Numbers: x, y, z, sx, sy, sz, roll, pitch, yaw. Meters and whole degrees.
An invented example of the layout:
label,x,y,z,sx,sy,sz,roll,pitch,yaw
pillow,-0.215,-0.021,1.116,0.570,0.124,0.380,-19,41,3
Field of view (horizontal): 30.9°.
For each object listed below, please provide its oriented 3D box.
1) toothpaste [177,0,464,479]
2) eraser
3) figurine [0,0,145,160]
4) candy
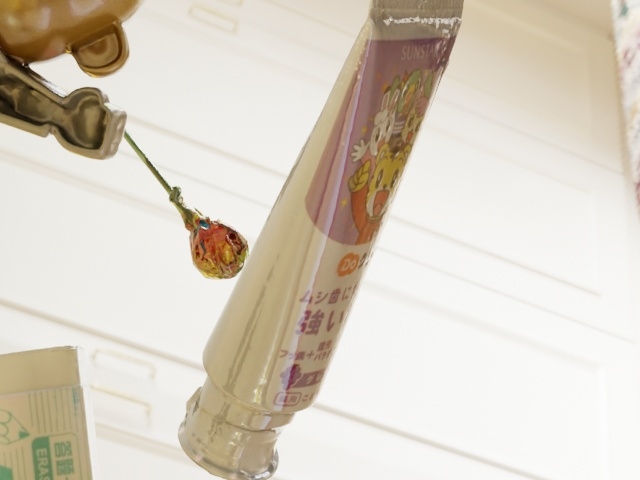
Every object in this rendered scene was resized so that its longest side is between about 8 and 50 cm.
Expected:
label,x,y,z,sx,sy,sz,roll,pitch,yaw
toothpaste,0.000,0.000,0.642,0.114,0.073,0.299,-17,-44,-57
eraser,-0.231,0.204,0.951,0.052,0.096,0.225,107,155,-81
figurine,-0.298,-0.227,1.103,0.285,0.342,0.167,-24,14,5
candy,-0.144,-0.044,1.141,0.060,0.201,0.060,-38,4,3
